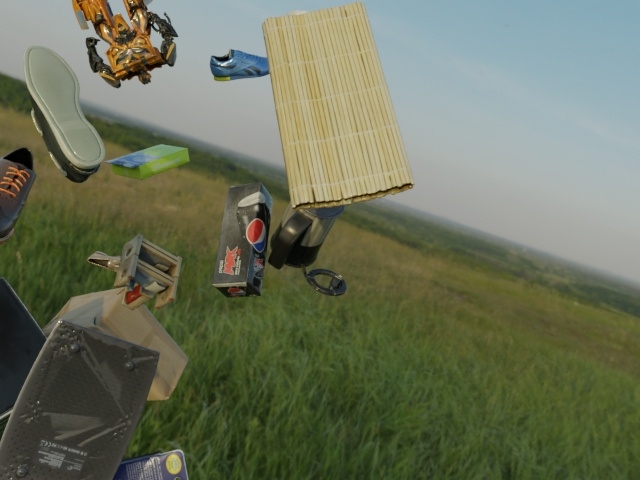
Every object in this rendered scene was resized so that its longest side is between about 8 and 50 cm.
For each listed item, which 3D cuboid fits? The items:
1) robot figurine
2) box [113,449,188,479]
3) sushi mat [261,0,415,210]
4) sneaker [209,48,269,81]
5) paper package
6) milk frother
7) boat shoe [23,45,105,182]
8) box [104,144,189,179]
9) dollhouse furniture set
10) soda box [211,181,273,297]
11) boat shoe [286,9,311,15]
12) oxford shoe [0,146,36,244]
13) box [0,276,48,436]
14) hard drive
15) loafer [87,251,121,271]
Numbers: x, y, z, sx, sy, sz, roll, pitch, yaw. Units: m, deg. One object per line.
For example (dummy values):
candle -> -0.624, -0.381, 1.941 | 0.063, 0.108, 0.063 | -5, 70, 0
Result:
robot figurine -> -0.444, -0.487, 1.419 | 0.211, 0.290, 0.085 | -22, 1, 2
box -> -0.325, 0.432, 1.047 | 0.225, 0.136, 0.036 | -11, -7, -7
sushi mat -> 0.014, -0.185, 0.836 | 0.152, 0.316, 0.019 | -11, -27, 1
sneaker -> -0.226, -0.533, 1.913 | 0.210, 0.082, 0.069 | -9, 37, -6
paper package -> -0.617, 0.323, 1.916 | 0.310, 0.168, 0.324 | -12, -57, 33
milk frother -> 0.000, 0.000, 1.003 | 0.143, 0.134, 0.129 | 23, 48, -5
boat shoe -> -0.547, -0.261, 1.325 | 0.114, 0.302, 0.091 | -10, -20, -44
box -> -0.426, -0.194, 1.577 | 0.109, 0.042, 0.178 | 13, 28, 34
dollhouse furniture set -> -0.450, 0.102, 1.544 | 0.129, 0.184, 0.128 | 36, 38, -35
soda box -> -0.114, -0.001, 0.955 | 0.060, 0.168, 0.053 | -5, -28, 18
boat shoe -> -0.027, -0.338, 1.177 | 0.095, 0.084, 0.258 | 12, -4, 2
oxford shoe -> -0.545, -0.086, 1.088 | 0.097, 0.098, 0.271 | 33, 16, -31
box -> -0.890, 0.384, 1.496 | 0.297, 0.480, 0.472 | 53, -34, 6
hard drive -> -0.361, 0.257, 0.949 | 0.172, 0.254, 0.054 | 23, -5, -19
loafer -> -0.581, 0.064, 1.755 | 0.125, 0.045, 0.039 | 14, 25, 19
